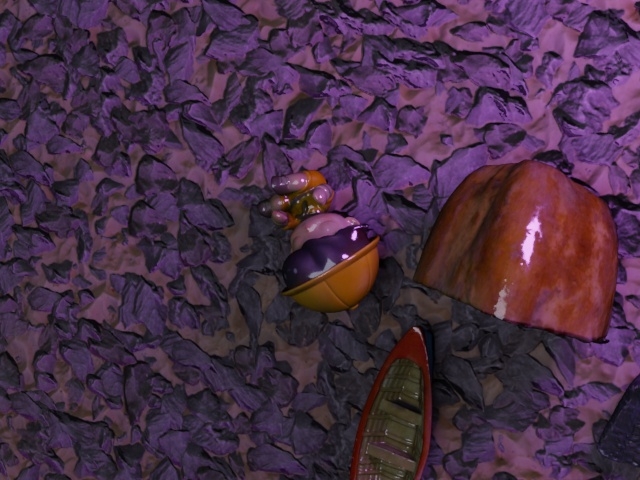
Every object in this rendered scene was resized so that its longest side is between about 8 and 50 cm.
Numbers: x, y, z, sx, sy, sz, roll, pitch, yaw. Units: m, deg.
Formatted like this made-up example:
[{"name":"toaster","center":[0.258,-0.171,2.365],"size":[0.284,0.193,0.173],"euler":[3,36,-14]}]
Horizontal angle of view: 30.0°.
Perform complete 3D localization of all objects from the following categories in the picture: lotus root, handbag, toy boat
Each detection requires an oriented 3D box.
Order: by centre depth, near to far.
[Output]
[{"name":"lotus root","center":[0.327,0.018,1.872],"size":[0.316,0.316,0.249],"euler":[16,86,21]},{"name":"handbag","center":[0.582,0.308,1.880],"size":[0.270,0.089,0.175],"euler":[17,112,21]},{"name":"toy boat","center":[0.137,0.324,2.076],"size":[0.136,0.079,0.392],"euler":[19,106,23]}]

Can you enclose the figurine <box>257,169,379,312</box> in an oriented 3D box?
[{"name":"figurine","center":[0.004,0.001,2.045],"size":[0.192,0.167,0.256],"euler":[-36,60,37]}]
